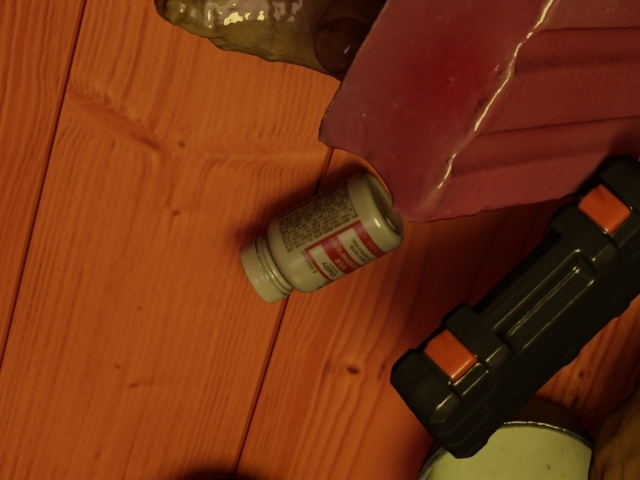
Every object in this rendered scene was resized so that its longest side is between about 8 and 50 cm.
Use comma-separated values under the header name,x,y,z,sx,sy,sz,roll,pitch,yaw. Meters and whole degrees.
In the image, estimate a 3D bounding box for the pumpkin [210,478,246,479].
name,x,y,z,sx,sy,sz,roll,pitch,yaw
pumpkin,-0.080,0.306,1.943,0.167,0.125,0.167,10,117,20

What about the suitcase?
name,x,y,z,sx,sy,sz,roll,pitch,yaw
suitcase,0.193,0.063,1.731,0.285,0.206,0.066,-43,69,-3

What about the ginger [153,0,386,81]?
name,x,y,z,sx,sy,sz,roll,pitch,yaw
ginger,-0.001,-0.196,1.655,0.276,0.221,0.130,5,126,-9

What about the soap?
name,x,y,z,sx,sy,sz,roll,pitch,yaw
soap,0.181,-0.148,1.586,0.128,0.359,0.233,42,116,23

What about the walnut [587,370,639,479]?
name,x,y,z,sx,sy,sz,roll,pitch,yaw
walnut,0.416,0.244,1.761,0.308,0.398,0.354,9,116,39

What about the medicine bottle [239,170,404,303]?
name,x,y,z,sx,sy,sz,roll,pitch,yaw
medicine bottle,0.000,0.000,1.815,0.140,0.079,0.079,-28,112,14

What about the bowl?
name,x,y,z,sx,sy,sz,roll,pitch,yaw
bowl,0.186,0.238,1.907,0.211,0.112,0.211,0,116,1
